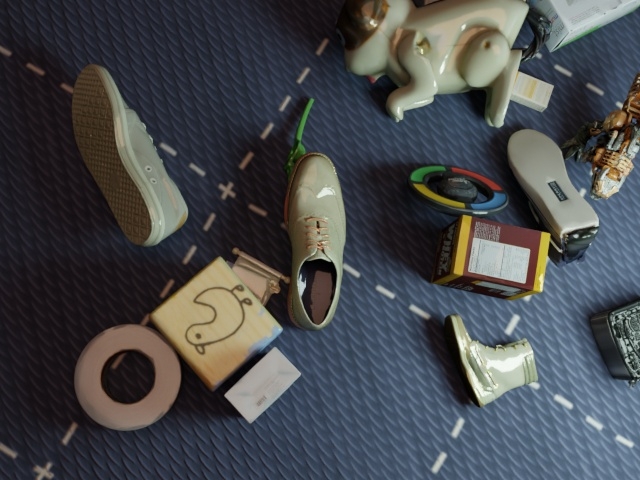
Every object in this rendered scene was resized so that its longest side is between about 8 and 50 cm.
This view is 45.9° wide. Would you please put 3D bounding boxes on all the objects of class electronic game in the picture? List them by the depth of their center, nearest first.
[{"bbox_3d":[0.306,-0.113,1.688,0.229,0.229,0.048,7,119,-4],"label":"electronic game"}]

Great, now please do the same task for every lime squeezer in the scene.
[{"bbox_3d":[-0.030,-0.180,1.731,0.110,0.059,0.310,-12,80,-8],"label":"lime squeezer"}]

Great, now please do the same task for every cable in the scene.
[{"bbox_3d":[0.458,-0.506,1.840,0.184,0.047,0.150,37,95,20],"label":"cable"}]

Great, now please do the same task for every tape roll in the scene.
[{"bbox_3d":[-0.401,0.288,1.595,0.219,0.072,0.219,1,78,-6],"label":"tape roll"}]

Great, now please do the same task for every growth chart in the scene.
[{"bbox_3d":[-0.200,0.133,1.671,0.172,0.021,0.237,35,78,2],"label":"growth chart"}]

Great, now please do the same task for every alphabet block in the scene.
[{"bbox_3d":[-0.211,0.174,1.555,0.192,0.193,0.197,-42,86,-11],"label":"alphabet block"}]

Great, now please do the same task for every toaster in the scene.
[{"bbox_3d":[0.718,0.223,1.701,0.186,0.110,0.168,-19,81,-9],"label":"toaster"}]

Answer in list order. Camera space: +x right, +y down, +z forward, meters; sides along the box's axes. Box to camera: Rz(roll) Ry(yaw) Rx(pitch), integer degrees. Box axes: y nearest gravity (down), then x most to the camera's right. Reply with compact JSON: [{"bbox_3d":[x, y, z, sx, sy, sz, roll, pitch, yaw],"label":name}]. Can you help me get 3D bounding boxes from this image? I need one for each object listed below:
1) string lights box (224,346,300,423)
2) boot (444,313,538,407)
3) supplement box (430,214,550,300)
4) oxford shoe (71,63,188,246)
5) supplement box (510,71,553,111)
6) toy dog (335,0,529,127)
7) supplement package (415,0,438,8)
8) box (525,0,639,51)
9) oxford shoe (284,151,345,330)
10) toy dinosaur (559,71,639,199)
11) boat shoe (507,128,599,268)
[{"bbox_3d":[-0.120,0.292,1.526,0.133,0.259,0.077,-43,87,-12],"label":"string lights box"},{"bbox_3d":[0.379,0.243,1.680,0.165,0.077,0.213,-21,87,-9],"label":"boot"},{"bbox_3d":[0.367,0.042,1.658,0.194,0.191,0.129,12,79,-4],"label":"supplement box"},{"bbox_3d":[-0.423,-0.188,1.664,0.130,0.169,0.449,-10,67,-49],"label":"oxford shoe"},{"bbox_3d":[0.506,-0.360,1.829,0.098,0.036,0.062,23,78,-1],"label":"supplement box"},{"bbox_3d":[0.234,-0.444,1.675,0.408,0.284,0.395,12,110,6],"label":"toy dog"},{"bbox_3d":[0.292,-0.631,1.779,0.105,0.179,0.105,0,34,-5],"label":"supplement package"},{"bbox_3d":[0.635,-0.631,1.849,0.262,0.127,0.231,-28,84,-11],"label":"box"},{"bbox_3d":[0.000,0.000,1.631,0.141,0.146,0.396,-2,88,-10],"label":"oxford shoe"},{"bbox_3d":[0.690,-0.232,1.731,0.322,0.218,0.164,-44,85,-11],"label":"toy dinosaur"},{"bbox_3d":[0.519,-0.092,1.748,0.127,0.158,0.340,-12,52,-3],"label":"boat shoe"}]
